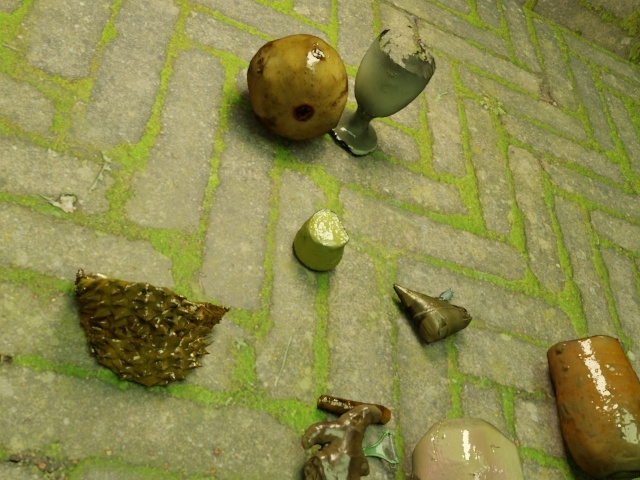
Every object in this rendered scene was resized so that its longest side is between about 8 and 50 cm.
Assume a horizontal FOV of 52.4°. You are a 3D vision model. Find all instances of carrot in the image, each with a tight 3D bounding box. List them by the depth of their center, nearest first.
[{"bbox_3d":[0.072,0.359,1.387,0.171,0.042,0.042,18,50,-17],"label":"carrot"},{"bbox_3d":[0.700,0.412,1.611,0.224,0.224,0.340,13,52,-23],"label":"carrot"}]

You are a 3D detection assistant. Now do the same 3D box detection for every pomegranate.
[{"bbox_3d":[-0.058,-0.401,1.716,0.281,0.281,0.281,17,51,-21],"label":"pomegranate"}]

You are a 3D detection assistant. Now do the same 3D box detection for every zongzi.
[{"bbox_3d":[0.282,0.165,1.641,0.160,0.078,0.176,-10,55,-43],"label":"zongzi"}]

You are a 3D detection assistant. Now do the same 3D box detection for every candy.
[{"bbox_3d":[0.327,0.146,1.713,0.083,0.020,0.030,-31,79,-43],"label":"candy"}]

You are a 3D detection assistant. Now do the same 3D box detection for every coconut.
[{"bbox_3d":[0.292,0.488,1.305,0.227,0.227,0.230,25,38,-14],"label":"coconut"}]

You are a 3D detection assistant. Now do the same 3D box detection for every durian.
[{"bbox_3d":[-0.325,0.177,1.240,0.305,0.186,0.195,22,72,-27],"label":"durian"}]

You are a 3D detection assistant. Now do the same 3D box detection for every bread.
[{"bbox_3d":[0.000,0.000,1.557,0.111,0.114,0.129,-19,66,-33],"label":"bread"}]

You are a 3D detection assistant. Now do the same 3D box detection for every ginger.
[{"bbox_3d":[0.031,0.454,1.248,0.166,0.080,0.332,26,57,-20],"label":"ginger"}]

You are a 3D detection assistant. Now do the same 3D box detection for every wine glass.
[{"bbox_3d":[0.163,-0.406,1.790,0.191,0.357,0.190,16,48,-19],"label":"wine glass"}]

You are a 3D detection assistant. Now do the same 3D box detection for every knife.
[{"bbox_3d":[0.085,0.441,1.343,0.166,0.022,0.078,0,58,-25],"label":"knife"}]
